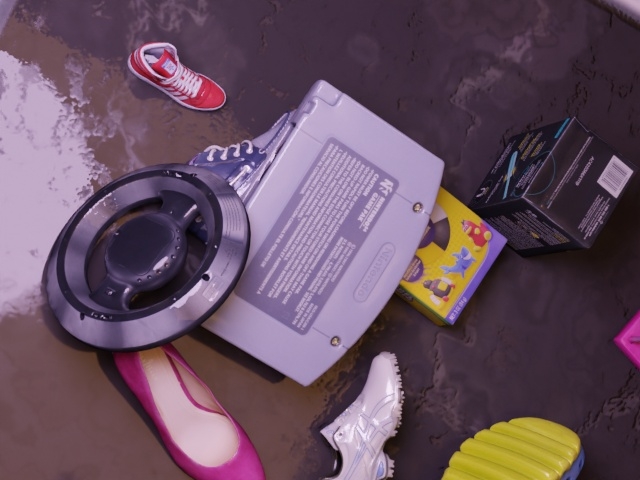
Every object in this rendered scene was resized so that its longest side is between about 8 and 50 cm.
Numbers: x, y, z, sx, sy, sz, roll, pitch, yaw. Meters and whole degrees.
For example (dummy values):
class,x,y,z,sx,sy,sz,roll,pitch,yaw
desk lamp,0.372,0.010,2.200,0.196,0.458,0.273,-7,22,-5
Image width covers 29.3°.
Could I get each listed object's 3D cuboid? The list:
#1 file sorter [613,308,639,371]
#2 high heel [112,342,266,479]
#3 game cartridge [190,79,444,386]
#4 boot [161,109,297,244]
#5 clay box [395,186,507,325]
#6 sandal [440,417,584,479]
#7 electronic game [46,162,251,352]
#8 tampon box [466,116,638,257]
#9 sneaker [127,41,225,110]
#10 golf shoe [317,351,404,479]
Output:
class,x,y,z,sx,sy,sz,roll,pitch,yaw
file sorter,0.557,0.092,1.504,0.291,0.182,0.202,-45,98,-16
high heel,-0.133,0.189,1.311,0.082,0.117,0.244,-36,96,-17
game cartridge,0.000,0.000,1.349,0.198,0.062,0.297,33,88,-21
boot,-0.093,-0.087,1.372,0.086,0.069,0.190,37,77,-15
clay box,0.096,-0.015,1.435,0.222,0.053,0.127,37,77,-12
sandal,0.186,0.330,1.413,0.317,0.126,0.138,-36,128,-22
electronic game,-0.182,0.014,1.283,0.229,0.229,0.048,-50,144,-15
tampon box,0.267,-0.059,1.436,0.101,0.161,0.120,37,77,-12
sneaker,-0.156,-0.182,1.363,0.118,0.067,0.042,24,79,-14
golf shoe,0.045,0.210,1.395,0.086,0.069,0.176,11,81,-10
